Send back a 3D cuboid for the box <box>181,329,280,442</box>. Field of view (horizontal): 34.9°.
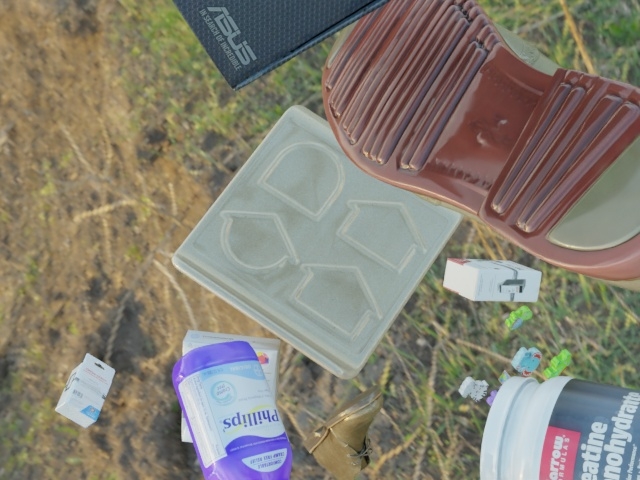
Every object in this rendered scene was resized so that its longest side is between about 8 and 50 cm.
[{"bbox_3d":[-0.139,0.232,1.565,0.145,0.186,0.038,5,27,3],"label":"box"}]

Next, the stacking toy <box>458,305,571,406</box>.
[{"bbox_3d":[0.345,0.244,1.795,0.221,0.052,0.167,-60,30,18],"label":"stacking toy"}]

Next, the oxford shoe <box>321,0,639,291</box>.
[{"bbox_3d":[0.114,-0.058,0.620,0.123,0.130,0.348,-56,38,12],"label":"oxford shoe"}]

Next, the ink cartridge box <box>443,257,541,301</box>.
[{"bbox_3d":[0.297,0.068,1.760,0.099,0.135,0.056,24,108,61],"label":"ink cartridge box"}]

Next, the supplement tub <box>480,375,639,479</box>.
[{"bbox_3d":[0.354,0.273,1.250,0.272,0.191,0.191,7,66,30],"label":"supplement tub"}]

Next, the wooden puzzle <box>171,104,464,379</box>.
[{"bbox_3d":[0.000,0.000,1.541,0.322,0.080,0.348,33,66,8],"label":"wooden puzzle"}]

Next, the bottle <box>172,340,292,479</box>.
[{"bbox_3d":[-0.098,0.271,1.307,0.092,0.118,0.282,-45,59,45],"label":"bottle"}]

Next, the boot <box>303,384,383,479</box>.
[{"bbox_3d":[0.065,0.354,1.850,0.112,0.305,0.115,-28,73,-28],"label":"boot"}]

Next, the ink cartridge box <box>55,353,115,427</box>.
[{"bbox_3d":[-0.302,0.193,1.313,0.028,0.048,0.083,-36,26,37],"label":"ink cartridge box"}]

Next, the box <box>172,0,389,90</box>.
[{"bbox_3d":[-0.026,-0.213,0.487,0.183,0.232,0.059,-30,37,3],"label":"box"}]
